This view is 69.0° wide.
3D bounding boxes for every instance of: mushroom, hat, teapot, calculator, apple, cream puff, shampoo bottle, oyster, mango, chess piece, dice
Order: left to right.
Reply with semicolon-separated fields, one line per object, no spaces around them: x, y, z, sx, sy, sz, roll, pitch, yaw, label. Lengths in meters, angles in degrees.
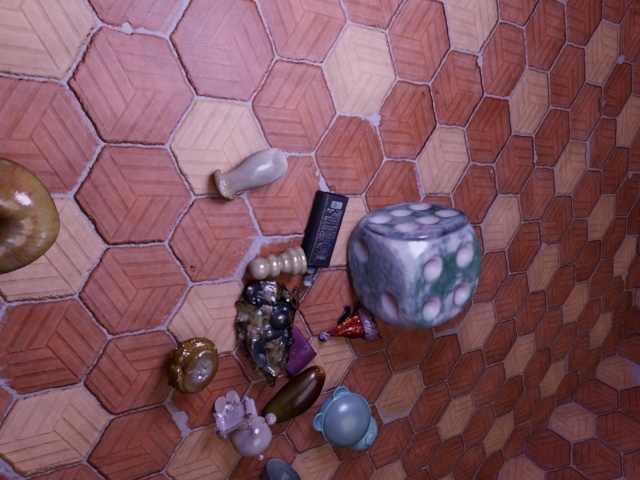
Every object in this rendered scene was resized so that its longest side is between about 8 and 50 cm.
-0.665;-0.050;0.924;0.261;0.194;0.260;-11;112;-29;apple
-0.370;0.353;1.336;0.165;0.115;0.150;-49;135;-21;cream puff
-0.188;-0.182;1.269;0.213;0.088;0.097;-32;156;-14;mushroom
-0.169;0.297;1.457;0.221;0.096;0.360;7;97;-27;oyster
-0.164;0.906;1.687;0.149;0.162;0.239;-54;158;6;teapot
-0.136;0.075;1.412;0.171;0.094;0.094;-11;114;-22;chess piece
-0.096;0.376;1.587;0.127;0.034;0.190;-41;125;-13;calculator
-0.083;0.542;1.613;0.267;0.111;0.133;-39;152;-6;mango
-0.001;0.000;1.478;0.098;0.071;0.309;7;104;-37;shampoo bottle
0.103;0.323;1.673;0.228;0.128;0.140;-16;135;-10;hat
0.307;0.068;1.553;0.328;0.330;0.348;-18;119;-29;dice

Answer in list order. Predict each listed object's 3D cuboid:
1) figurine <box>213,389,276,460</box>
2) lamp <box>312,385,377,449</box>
-0.234;0.613;1.515;0.182;0.145;0.256;-39;127;-17;figurine
0.109;0.694;1.780;0.209;0.147;0.284;-49;128;-11;lamp
